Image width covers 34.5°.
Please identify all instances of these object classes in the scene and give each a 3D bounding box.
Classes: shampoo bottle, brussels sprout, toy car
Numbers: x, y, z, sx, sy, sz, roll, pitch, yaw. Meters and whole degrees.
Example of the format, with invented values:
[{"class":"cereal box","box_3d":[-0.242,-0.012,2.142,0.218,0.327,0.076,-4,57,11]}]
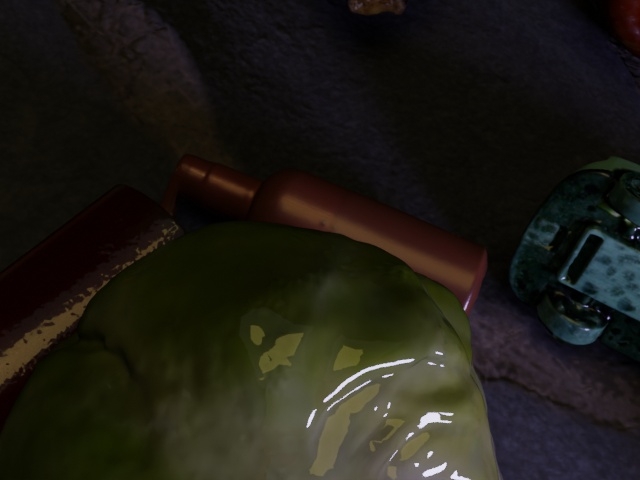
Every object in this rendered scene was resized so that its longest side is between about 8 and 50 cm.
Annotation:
[{"class":"shampoo bottle","box_3d":[0.001,-0.002,0.780,0.244,0.085,0.085,21,56,3]},{"class":"brussels sprout","box_3d":[-0.019,0.125,0.595,0.317,0.242,0.273,13,63,-9]},{"class":"toy car","box_3d":[0.302,0.038,0.798,0.306,0.136,0.125,25,35,2]},{"class":"shampoo bottle","box_3d":[-0.199,0.069,0.695,0.102,0.064,0.260,42,59,10]}]

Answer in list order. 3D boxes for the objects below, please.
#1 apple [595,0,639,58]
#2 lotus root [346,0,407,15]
[{"class":"apple","box_3d":[0.350,-0.248,0.963,0.181,0.181,0.168,37,57,11]},{"class":"lotus root","box_3d":[0.062,-0.312,0.959,0.154,0.140,0.257,-1,62,20]}]
